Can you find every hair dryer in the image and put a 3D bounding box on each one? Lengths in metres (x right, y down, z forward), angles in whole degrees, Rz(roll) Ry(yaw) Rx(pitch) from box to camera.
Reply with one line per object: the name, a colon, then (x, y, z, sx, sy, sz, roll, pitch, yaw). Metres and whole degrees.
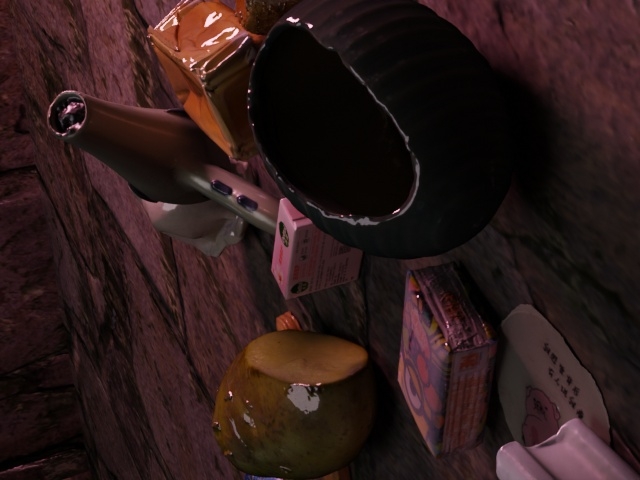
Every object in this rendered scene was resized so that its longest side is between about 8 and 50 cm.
hair dryer: (-0.165, -0.087, 1.584, 0.298, 0.296, 0.119, 29, 95, 49)

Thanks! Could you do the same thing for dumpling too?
dumpling: (-0.158, -0.046, 1.851, 0.229, 0.124, 0.151, -9, 112, 48)

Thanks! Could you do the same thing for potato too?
potato: (-0.024, 0.186, 1.620, 0.298, 0.141, 0.176, -29, 92, 53)

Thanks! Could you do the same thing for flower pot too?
flower pot: (0.049, -0.093, 1.115, 0.243, 0.157, 0.189, 49, 127, 27)

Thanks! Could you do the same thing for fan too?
fan: (0.185, 0.189, 1.226, 0.310, 0.010, 0.182, 96, 151, -47)

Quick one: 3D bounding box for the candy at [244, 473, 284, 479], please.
candy: (-0.074, 0.367, 2.074, 0.136, 0.038, 0.088, 46, 134, 41)

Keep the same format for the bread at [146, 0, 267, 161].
bread: (-0.102, -0.183, 1.551, 0.136, 0.107, 0.241, 62, 171, -27)

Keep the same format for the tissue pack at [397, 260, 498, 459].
tissue pack: (0.112, 0.109, 1.277, 0.148, 0.060, 0.109, 91, 160, -44)

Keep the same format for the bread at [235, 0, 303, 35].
bread: (-0.044, -0.250, 1.406, 0.070, 0.083, 0.077, 163, 94, -80)

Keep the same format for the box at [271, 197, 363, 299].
box: (0.000, 0.000, 1.476, 0.125, 0.089, 0.043, 101, 148, -50)

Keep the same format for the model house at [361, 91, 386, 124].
model house: (0.042, -0.118, 1.278, 0.165, 0.106, 0.152, -4, 91, 35)

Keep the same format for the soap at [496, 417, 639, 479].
soap: (0.232, 0.271, 1.033, 0.265, 0.087, 0.160, -134, 32, -53)

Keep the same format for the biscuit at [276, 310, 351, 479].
biscuit: (-0.011, 0.210, 1.778, 0.162, 0.035, 0.250, 124, 126, -71)
